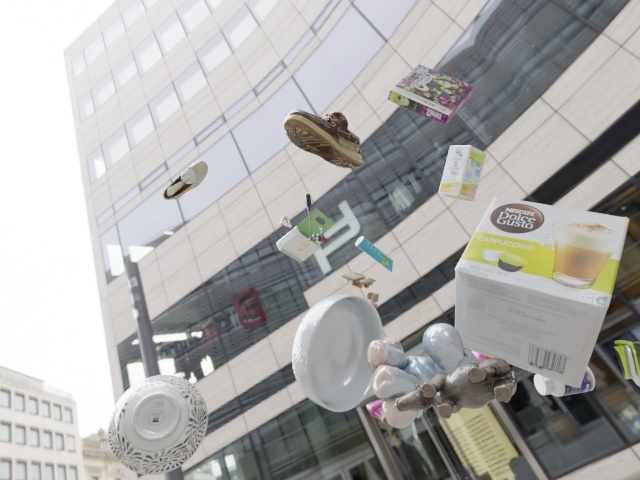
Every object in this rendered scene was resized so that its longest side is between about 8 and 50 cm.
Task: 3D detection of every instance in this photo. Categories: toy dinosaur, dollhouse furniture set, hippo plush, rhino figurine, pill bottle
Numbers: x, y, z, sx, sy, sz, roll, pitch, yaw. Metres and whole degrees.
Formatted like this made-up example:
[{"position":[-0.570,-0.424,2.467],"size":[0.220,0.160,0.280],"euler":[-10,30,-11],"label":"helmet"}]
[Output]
[{"position":[0.000,0.000,1.395],"size":[0.082,0.090,0.047],"euler":[17,-60,-35],"label":"toy dinosaur"},{"position":[0.164,0.234,1.807],"size":[0.123,0.144,0.151],"euler":[-3,-72,-59],"label":"dollhouse furniture set"},{"position":[0.273,0.341,1.043],"size":[0.237,0.294,0.234],"euler":[-28,3,18],"label":"hippo plush"},{"position":[0.225,0.264,0.736],"size":[0.243,0.073,0.106],"euler":[-32,-21,35],"label":"rhino figurine"},{"position":[0.825,0.476,1.437],"size":[0.169,0.094,0.094],"euler":[-8,-34,-6],"label":"pill bottle"}]

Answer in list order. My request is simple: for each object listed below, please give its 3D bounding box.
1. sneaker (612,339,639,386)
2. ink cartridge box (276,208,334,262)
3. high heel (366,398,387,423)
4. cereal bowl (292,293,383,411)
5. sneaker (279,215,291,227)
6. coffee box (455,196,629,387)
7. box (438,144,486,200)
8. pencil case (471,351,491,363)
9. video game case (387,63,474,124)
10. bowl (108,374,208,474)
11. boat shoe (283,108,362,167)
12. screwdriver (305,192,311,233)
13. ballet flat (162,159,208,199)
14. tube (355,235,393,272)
[{"position":[0.842,0.309,1.057],"size":[0.300,0.111,0.121],"euler":[18,-26,-41],"label":"sneaker"},{"position":[-0.054,-0.016,1.853],"size":[0.235,0.056,0.171],"euler":[-38,-37,12],"label":"ink cartridge box"},{"position":[0.306,0.637,1.688],"size":[0.244,0.117,0.082],"euler":[-26,-67,-23],"label":"high heel"},{"position":[0.038,0.324,1.267],"size":[0.141,0.338,0.339],"euler":[0,-8,44],"label":"cereal bowl"},{"position":[-0.149,-0.084,1.885],"size":[0.109,0.040,0.043],"euler":[20,-88,-81],"label":"sneaker"},{"position":[0.594,0.126,1.171],"size":[0.334,0.338,0.338],"euler":[-49,-41,-33],"label":"coffee box"},{"position":[0.576,-0.272,1.720],"size":[0.114,0.103,0.203],"euler":[12,-87,-36],"label":"box"},{"position":[0.572,0.385,1.455],"size":[0.104,0.104,0.236],"euler":[0,-53,-37],"label":"pencil case"},{"position":[0.365,-0.485,1.391],"size":[0.232,0.210,0.041],"euler":[-47,-20,-35],"label":"video game case"},{"position":[-0.282,0.312,0.737],"size":[0.170,0.170,0.080],"euler":[-12,-25,-23],"label":"bowl"},{"position":[0.021,-0.311,1.209],"size":[0.123,0.123,0.342],"euler":[6,-6,37],"label":"boat shoe"},{"position":[-0.048,-0.109,1.725],"size":[0.024,0.025,0.169],"euler":[-31,-55,-57],"label":"screwdriver"},{"position":[-0.384,-0.164,1.198],"size":[0.168,0.057,0.052],"euler":[-37,2,25],"label":"ballet flat"},{"position":[0.250,0.060,1.905],"size":[0.207,0.080,0.052],"euler":[37,-45,-17],"label":"tube"}]
